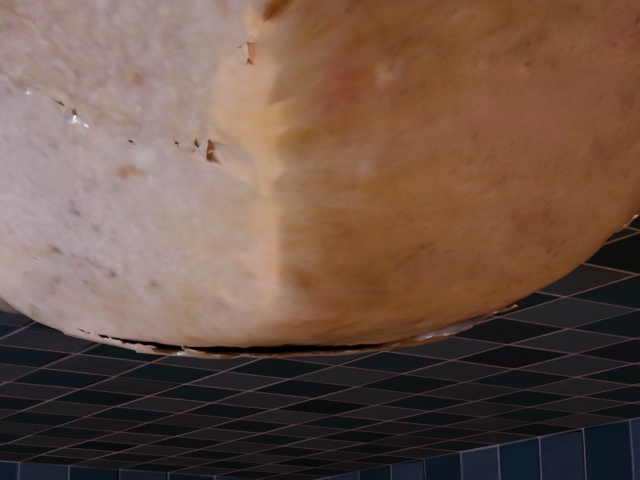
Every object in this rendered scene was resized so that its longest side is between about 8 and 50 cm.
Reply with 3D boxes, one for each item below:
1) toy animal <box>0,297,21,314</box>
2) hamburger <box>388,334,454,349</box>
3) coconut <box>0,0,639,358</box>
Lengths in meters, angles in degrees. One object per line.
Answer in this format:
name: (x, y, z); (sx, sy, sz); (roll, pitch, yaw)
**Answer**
toy animal: (-0.276, 0.034, 1.468); (0.225, 0.093, 0.121); (-2, 154, 9)
hamburger: (0.000, 0.000, 1.212); (0.302, 0.170, 0.302); (2, 167, 1)
coconut: (-0.001, -0.127, 0.536); (0.353, 0.352, 0.352); (0, 163, 0)
